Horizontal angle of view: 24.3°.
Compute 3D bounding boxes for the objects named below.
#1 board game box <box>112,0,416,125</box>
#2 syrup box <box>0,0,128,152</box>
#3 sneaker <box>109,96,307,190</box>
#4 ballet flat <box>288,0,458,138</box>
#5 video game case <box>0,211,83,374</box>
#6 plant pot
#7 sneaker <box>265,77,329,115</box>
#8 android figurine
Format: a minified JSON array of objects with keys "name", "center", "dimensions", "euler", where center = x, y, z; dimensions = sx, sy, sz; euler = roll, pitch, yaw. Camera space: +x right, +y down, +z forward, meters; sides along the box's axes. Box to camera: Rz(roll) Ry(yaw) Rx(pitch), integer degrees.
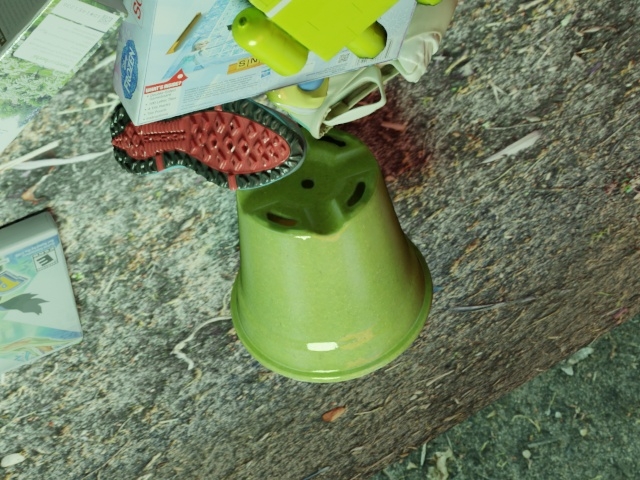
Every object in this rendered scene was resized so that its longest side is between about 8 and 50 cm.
[{"name":"board game box","center":[-0.032,-0.273,1.434],"dimensions":[0.319,0.066,0.318],"euler":[-17,148,-27]},{"name":"syrup box","center":[-0.303,-0.179,1.415],"dimensions":[0.237,0.096,0.093],"euler":[-42,150,23]},{"name":"sneaker","center":[-0.106,-0.123,1.628],"dimensions":[0.125,0.262,0.104],"euler":[-19,113,-48]},{"name":"ballet flat","center":[0.075,-0.207,1.783],"dimensions":[0.248,0.086,0.086],"euler":[-33,154,6]},{"name":"video game case","center":[-0.464,0.111,1.836],"dimensions":[0.329,0.036,0.300],"euler":[-24,154,-15]},{"name":"plant pot","center":[0.000,0.000,1.911],"dimensions":[0.276,0.276,0.254],"euler":[-25,143,-11]},{"name":"sneaker","center":[-0.077,-0.222,1.620],"dimensions":[0.240,0.091,0.126],"euler":[14,104,-46]},{"name":"android figurine","center":[0.022,-0.260,1.382],"dimensions":[0.248,0.056,0.273],"euler":[-39,153,11]}]
